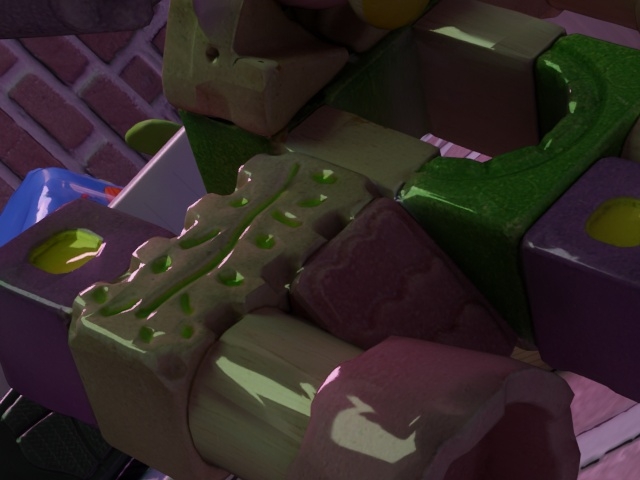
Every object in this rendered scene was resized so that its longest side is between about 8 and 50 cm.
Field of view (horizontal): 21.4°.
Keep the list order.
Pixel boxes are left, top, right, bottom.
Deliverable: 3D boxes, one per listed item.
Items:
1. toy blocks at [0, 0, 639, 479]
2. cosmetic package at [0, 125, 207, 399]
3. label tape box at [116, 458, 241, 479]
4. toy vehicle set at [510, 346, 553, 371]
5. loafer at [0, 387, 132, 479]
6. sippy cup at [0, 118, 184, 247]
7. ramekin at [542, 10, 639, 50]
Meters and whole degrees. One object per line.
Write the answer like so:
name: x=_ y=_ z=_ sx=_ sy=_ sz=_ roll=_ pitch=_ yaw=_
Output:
toy blocks: x=0.080 y=-0.020 z=0.430 sx=0.260 sy=0.309 sz=0.288 roll=21 pitch=50 yaw=38
cosmetic package: x=-0.132 y=0.109 z=1.185 sx=0.385 sy=0.217 sz=0.156 roll=-48 pitch=6 yaw=3
label tape box: x=-0.047 y=0.132 z=0.940 sx=0.334 sy=0.106 sz=0.240 roll=-50 pitch=7 yaw=-19
toy vehicle set: x=0.193 y=-0.056 z=0.829 sx=0.267 sy=0.035 sz=0.166 roll=-52 pitch=8 yaw=-35
loafer: x=-0.184 y=0.165 z=0.869 sx=0.267 sy=0.096 sz=0.084 roll=-43 pitch=-15 yaw=-23
sippy cup: x=-0.165 y=0.056 z=1.378 sx=0.240 sy=0.224 sz=0.305 roll=-56 pitch=22 yaw=23
ramekin: x=0.184 y=-0.179 z=1.250 sx=0.273 sy=0.127 sz=0.273 roll=-46 pitch=7 yaw=7
